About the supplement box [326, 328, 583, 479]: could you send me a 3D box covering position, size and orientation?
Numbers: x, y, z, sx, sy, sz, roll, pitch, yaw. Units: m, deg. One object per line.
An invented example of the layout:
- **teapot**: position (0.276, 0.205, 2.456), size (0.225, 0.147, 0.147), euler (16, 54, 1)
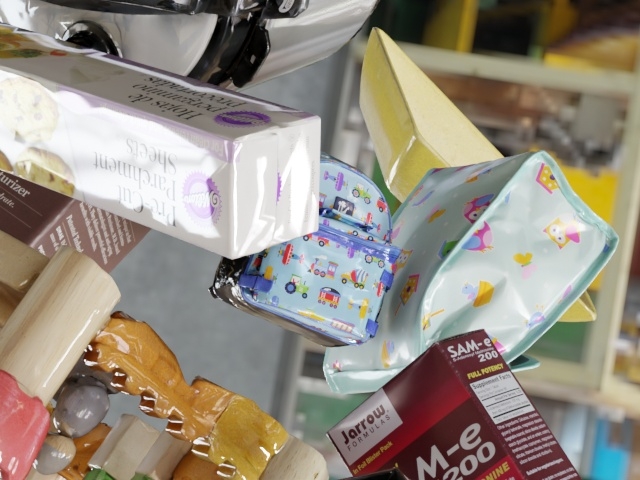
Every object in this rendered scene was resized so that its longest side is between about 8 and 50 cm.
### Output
- **supplement box**: position (0.123, 0.200, 1.409), size (0.130, 0.239, 0.073), euler (-43, 161, 31)

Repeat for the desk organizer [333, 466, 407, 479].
- **desk organizer**: position (0.043, 0.189, 1.246), size (0.047, 0.050, 0.130), euler (25, -169, -27)

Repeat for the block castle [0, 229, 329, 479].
- **block castle**: position (-0.238, 0.166, 1.447), size (0.303, 0.213, 0.453), euler (44, 157, -25)

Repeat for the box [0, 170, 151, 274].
- **box**: position (-0.283, -0.040, 1.867), size (0.168, 0.203, 0.167), euler (33, 157, 20)

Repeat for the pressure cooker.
- **pressure cooker**: position (-0.155, -0.318, 2.053), size (0.370, 0.375, 0.420), euler (-39, 173, 37)

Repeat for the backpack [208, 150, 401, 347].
- **backpack**: position (0.000, 0.000, 1.827), size (0.158, 0.173, 0.117), euler (25, 168, -20)

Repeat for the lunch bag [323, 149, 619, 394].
- **lunch bag**: position (0.131, 0.053, 1.912), size (0.160, 0.262, 0.223), euler (45, 158, -16)

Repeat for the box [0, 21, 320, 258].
- **box**: position (-0.134, -0.066, 1.060), size (0.063, 0.067, 0.324), euler (-18, -152, -42)

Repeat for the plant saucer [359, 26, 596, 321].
- **plant saucer**: position (0.164, -0.063, 2.282), size (0.333, 0.081, 0.332), euler (44, -166, -25)
